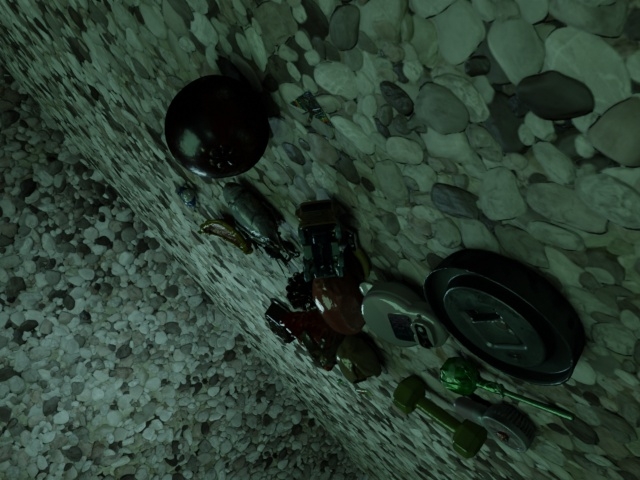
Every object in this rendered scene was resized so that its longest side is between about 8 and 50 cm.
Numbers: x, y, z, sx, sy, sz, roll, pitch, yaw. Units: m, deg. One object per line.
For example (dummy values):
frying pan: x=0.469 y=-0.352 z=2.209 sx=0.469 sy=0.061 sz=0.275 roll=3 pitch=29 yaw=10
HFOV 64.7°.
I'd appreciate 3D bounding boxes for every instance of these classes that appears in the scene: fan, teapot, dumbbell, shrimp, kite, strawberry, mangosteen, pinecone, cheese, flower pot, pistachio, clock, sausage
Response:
fan: x=0.459 y=0.486 z=1.365 sx=0.130 sy=0.074 sz=0.244 roll=54 pitch=157 yaw=-21
teapot: x=-0.109 y=0.033 z=1.637 sx=0.100 sy=0.045 sz=0.068 roll=17 pitch=126 yaw=20
dumbbell: x=0.369 y=0.547 z=1.585 sx=0.302 sy=0.108 sz=0.121 roll=29 pitch=152 yaw=35
shrimp: x=-0.185 y=-0.040 z=1.550 sx=0.343 sy=0.116 sz=0.145 roll=52 pitch=159 yaw=4
kite: x=-0.020 y=-0.264 z=1.014 sx=0.122 sy=0.004 sz=0.090 roll=38 pitch=156 yaw=19
strawberry: x=-0.028 y=0.345 z=1.922 sx=0.265 sy=0.149 sz=0.336 roll=49 pitch=169 yaw=-25
mangosteen: x=-0.238 y=-0.276 z=1.140 sx=0.235 sy=0.235 sz=0.261 roll=82 pitch=172 yaw=-56
pinecone: x=-0.047 y=0.165 z=1.622 sx=0.140 sy=0.140 sz=0.121 roll=54 pitch=-161 yaw=-20
cheese: x=0.085 y=0.031 z=1.295 sx=0.086 sy=0.036 sz=0.162 roll=37 pitch=157 yaw=36
flower pot: x=-0.176 y=0.381 z=2.304 sx=0.179 sy=0.084 sz=0.251 roll=33 pitch=154 yaw=27
pistachio: x=0.133 y=0.420 z=1.762 sx=0.137 sy=0.153 sz=0.238 roll=-15 pitch=128 yaw=19
clock: x=0.351 y=0.153 z=0.993 sx=0.319 sy=0.066 sz=0.319 roll=38 pitch=156 yaw=20
sausage: x=0.061 y=0.179 z=1.460 sx=0.148 sy=0.148 sz=0.254 roll=22 pitch=154 yaw=45

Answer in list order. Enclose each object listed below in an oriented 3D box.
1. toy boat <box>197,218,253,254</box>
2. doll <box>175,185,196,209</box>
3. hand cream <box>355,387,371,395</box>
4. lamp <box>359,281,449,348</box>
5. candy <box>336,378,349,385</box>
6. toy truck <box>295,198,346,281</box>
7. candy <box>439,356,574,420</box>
toy boat: x=-0.340 y=-0.019 z=1.892 sx=0.318 sy=0.099 sz=0.141 roll=20 pitch=150 yaw=42
doll: x=-0.528 y=-0.174 z=2.013 sx=0.114 sy=0.057 sz=0.227 roll=58 pitch=165 yaw=-13
hand cream: x=0.188 y=0.670 z=2.240 sx=0.102 sy=0.022 sz=0.035 roll=-7 pitch=119 yaw=58
lamp: x=0.210 y=0.179 z=1.236 sx=0.246 sy=0.108 sz=0.179 roll=11 pitch=137 yaw=43
candy: x=0.109 y=0.677 z=2.397 sx=0.083 sy=0.023 sz=0.025 roll=7 pitch=96 yaw=46
toy truck: x=0.000 y=0.000 z=1.281 sx=0.257 sy=0.108 sz=0.140 roll=81 pitch=-178 yaw=-51
candy: x=0.438 y=0.361 z=1.212 sx=0.323 sy=0.097 sz=0.097 roll=12 pitch=142 yaw=40
